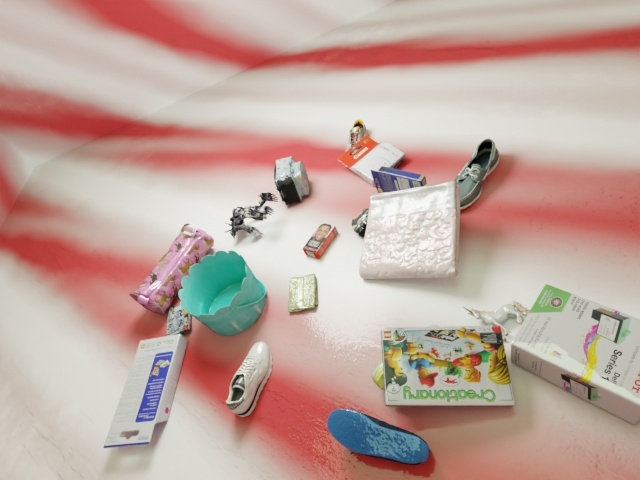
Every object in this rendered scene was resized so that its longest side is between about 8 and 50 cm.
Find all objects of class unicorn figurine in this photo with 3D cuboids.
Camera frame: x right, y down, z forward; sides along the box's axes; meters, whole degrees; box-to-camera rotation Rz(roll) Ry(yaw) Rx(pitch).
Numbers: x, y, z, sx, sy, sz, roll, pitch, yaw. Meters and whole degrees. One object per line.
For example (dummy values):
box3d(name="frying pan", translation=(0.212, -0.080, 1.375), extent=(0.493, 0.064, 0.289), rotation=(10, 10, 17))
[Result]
box3d(name="unicorn figurine", translation=(0.492, 0.216, 1.116), extent=(0.162, 0.060, 0.111), rotation=(-18, 43, -12))

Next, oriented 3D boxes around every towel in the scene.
box3d(name="towel", translation=(0.291, -0.028, 1.331), extent=(0.332, 0.053, 0.316), rotation=(-5, 68, 38))
box3d(name="towel", translation=(-0.063, 0.184, 1.426), extent=(0.110, 0.027, 0.148), rotation=(-13, 46, 14))

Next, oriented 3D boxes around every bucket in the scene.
box3d(name="bucket", translation=(-0.341, 0.191, 1.442), extent=(0.281, 0.183, 0.281), rotation=(-13, 47, 14))

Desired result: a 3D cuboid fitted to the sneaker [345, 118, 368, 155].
box3d(name="sneaker", translation=(0.157, -0.469, 1.861), extent=(0.088, 0.092, 0.225), rotation=(-1, 52, 23))

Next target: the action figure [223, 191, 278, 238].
box3d(name="action figure", translation=(-0.293, -0.091, 1.712), extent=(0.276, 0.141, 0.164), rotation=(-28, 46, 39))

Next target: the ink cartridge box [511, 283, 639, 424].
box3d(name="ink cartridge box", translation=(0.636, 0.258, 0.958), extent=(0.278, 0.117, 0.201), rotation=(25, 64, 39))

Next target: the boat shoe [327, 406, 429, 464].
box3d(name="boat shoe", translation=(0.140, 0.500, 1.006), extent=(0.258, 0.089, 0.109), rotation=(14, 71, 28))

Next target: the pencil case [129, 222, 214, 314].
box3d(name="pencil case", translation=(-0.598, 0.115, 1.645), extent=(0.160, 0.167, 0.386), rotation=(10, 56, 32))

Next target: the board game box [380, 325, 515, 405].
box3d(name="board game box", translation=(0.312, 0.319, 1.026), extent=(0.306, 0.053, 0.192), rotation=(-3, 64, 6))

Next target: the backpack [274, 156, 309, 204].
box3d(name="backpack", translation=(-0.129, -0.276, 1.772), extent=(0.145, 0.165, 0.188), rotation=(-21, 49, 5))

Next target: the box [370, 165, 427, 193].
box3d(name="box", translation=(0.301, -0.210, 1.526), extent=(0.225, 0.136, 0.036), rotation=(21, 63, 37))

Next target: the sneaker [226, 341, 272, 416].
box3d(name="sneaker", translation=(-0.219, 0.414, 1.247), extent=(0.090, 0.094, 0.235), rotation=(-6, 47, 24))

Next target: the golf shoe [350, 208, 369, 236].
box3d(name="golf shoe", translation=(0.200, -0.102, 1.522), extent=(0.198, 0.077, 0.094), rotation=(-33, 44, -6))

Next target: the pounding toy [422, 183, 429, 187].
box3d(name="pounding toy", translation=(0.354, -0.058, 1.404), extent=(0.206, 0.094, 0.181), rotation=(-41, 45, 11))

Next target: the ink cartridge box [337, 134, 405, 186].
box3d(name="ink cartridge box", translation=(0.211, -0.357, 1.722), extent=(0.189, 0.066, 0.232), rotation=(-41, 66, -13))

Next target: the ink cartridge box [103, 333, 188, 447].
box3d(name="ink cartridge box", translation=(-0.578, 0.502, 1.360), extent=(0.176, 0.069, 0.370), rotation=(-12, 44, 15))

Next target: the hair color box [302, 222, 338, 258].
box3d(name="hair color box", translation=(0.000, 0.000, 1.549), extent=(0.072, 0.043, 0.141), rotation=(15, 58, 36))

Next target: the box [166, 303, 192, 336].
box3d(name="box", translation=(-0.540, 0.305, 1.545), extent=(0.094, 0.027, 0.137), rotation=(-23, 44, 4))

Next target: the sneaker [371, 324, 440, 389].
box3d(name="sneaker", translation=(0.263, 0.342, 1.102), extent=(0.240, 0.091, 0.126), rotation=(-36, 63, -9))

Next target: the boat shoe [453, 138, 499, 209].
box3d(name="boat shoe", translation=(0.548, -0.245, 1.465), extent=(0.116, 0.099, 0.319), rotation=(24, 64, 39))
